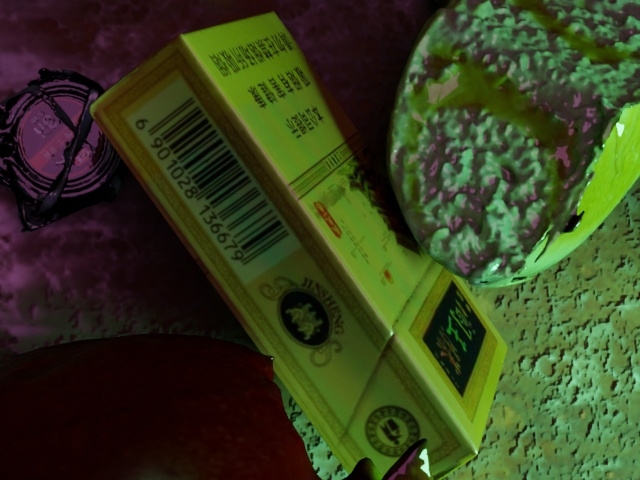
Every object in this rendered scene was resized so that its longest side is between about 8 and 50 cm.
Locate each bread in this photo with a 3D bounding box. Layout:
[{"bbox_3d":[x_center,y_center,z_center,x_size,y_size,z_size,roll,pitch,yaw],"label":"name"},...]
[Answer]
[{"bbox_3d":[0.135,-0.073,0.782,0.158,0.156,0.260,35,51,21],"label":"bread"}]

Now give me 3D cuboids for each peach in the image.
[{"bbox_3d":[-0.110,0.251,0.560,0.310,0.335,0.406,-5,86,-24],"label":"peach"}]

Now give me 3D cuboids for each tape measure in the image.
[{"bbox_3d":[-0.162,-0.055,0.735,0.094,0.054,0.091,-38,96,-11],"label":"tape measure"}]

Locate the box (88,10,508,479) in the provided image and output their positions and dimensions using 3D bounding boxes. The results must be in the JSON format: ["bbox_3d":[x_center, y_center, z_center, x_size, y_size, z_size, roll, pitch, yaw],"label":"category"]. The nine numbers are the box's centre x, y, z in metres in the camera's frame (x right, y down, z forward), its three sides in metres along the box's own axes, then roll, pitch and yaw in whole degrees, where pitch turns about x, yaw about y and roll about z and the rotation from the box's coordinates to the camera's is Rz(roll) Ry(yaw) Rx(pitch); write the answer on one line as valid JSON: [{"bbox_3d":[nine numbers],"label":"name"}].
[{"bbox_3d":[0.000,0.000,0.714,0.076,0.174,0.274,-34,94,21],"label":"box"}]

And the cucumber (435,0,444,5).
[{"bbox_3d":[0.108,-0.217,0.836,0.064,0.064,0.112,1,82,-17],"label":"cucumber"}]
